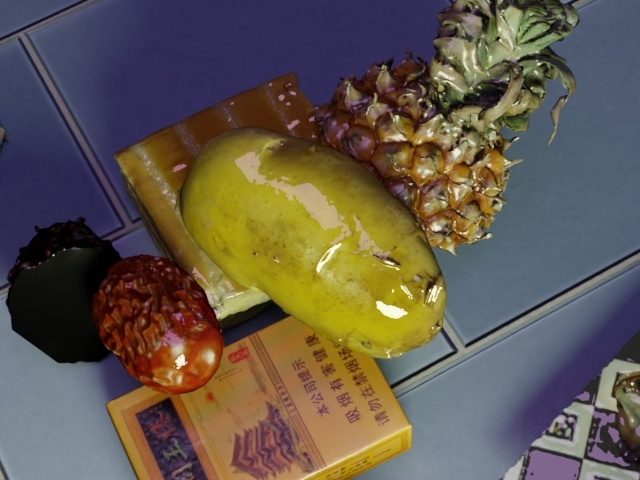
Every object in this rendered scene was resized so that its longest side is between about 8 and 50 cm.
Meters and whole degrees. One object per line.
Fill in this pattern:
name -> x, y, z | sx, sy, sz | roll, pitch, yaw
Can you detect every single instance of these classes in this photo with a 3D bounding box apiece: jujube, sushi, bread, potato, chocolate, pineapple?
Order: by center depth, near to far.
sushi -> 0.377, 0.248, 1.317 | 0.292, 0.059, 0.294 | 39, 71, 22
potato -> 0.000, 0.000, 1.322 | 0.300, 0.140, 0.173 | 34, 103, 8
jujube -> -0.164, 0.087, 1.342 | 0.109, 0.112, 0.176 | -18, 36, -28
pineapple -> 0.154, -0.162, 1.386 | 0.262, 0.271, 0.262 | 17, 48, -20
chocolate -> -0.277, 0.034, 1.459 | 0.156, 0.156, 0.133 | -17, 34, -5
bread -> -0.074, -0.041, 1.476 | 0.239, 0.111, 0.246 | -27, 65, -9

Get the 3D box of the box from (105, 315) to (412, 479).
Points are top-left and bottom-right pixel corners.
box -> -0.063, 0.195, 1.368 | 0.274, 0.076, 0.174 | -25, 61, -9

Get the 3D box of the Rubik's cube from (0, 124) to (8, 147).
Rubik's cube -> -0.510, -0.047, 1.495 | 0.233, 0.229, 0.228 | 26, 105, -21
